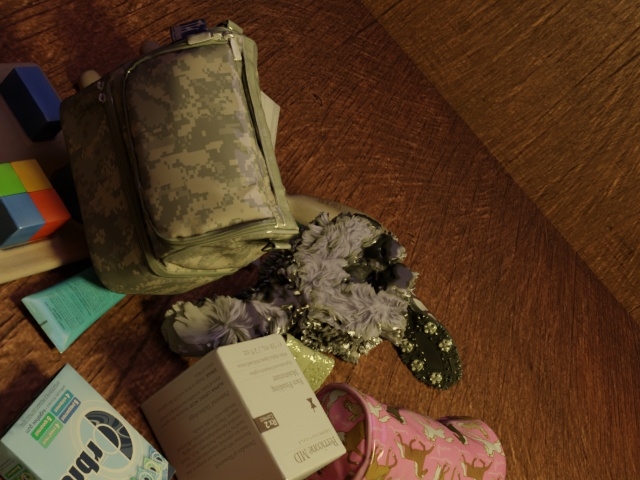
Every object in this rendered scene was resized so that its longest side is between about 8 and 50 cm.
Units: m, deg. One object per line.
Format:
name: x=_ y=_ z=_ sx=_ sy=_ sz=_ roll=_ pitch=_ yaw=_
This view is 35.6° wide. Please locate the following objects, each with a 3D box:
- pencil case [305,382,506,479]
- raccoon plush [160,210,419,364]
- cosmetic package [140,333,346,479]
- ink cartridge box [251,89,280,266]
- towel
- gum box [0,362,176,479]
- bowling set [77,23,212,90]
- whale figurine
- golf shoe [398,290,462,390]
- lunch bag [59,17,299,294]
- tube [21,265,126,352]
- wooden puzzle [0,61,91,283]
pencil case: x=0.126 y=0.323 z=1.527 sx=0.386 sy=0.167 sz=0.160 roll=22 pitch=67 yaw=-47
raccoon plush: x=-0.059 y=0.103 z=1.568 sx=0.446 sy=0.299 sz=0.216 roll=-2 pitch=69 yaw=-22
cosmetic package: x=-0.097 y=0.240 z=1.268 sx=0.183 sy=0.151 sz=0.151 roll=59 pitch=28 yaw=13
ink cartridge box: x=-0.159 y=-0.128 z=1.587 sx=0.261 sy=0.066 sz=0.296 roll=39 pitch=55 yaw=-65
towel: x=-0.057 y=0.204 z=1.394 sx=0.110 sy=0.148 sz=0.027 roll=32 pitch=13 yaw=-33
gum box: x=-0.263 y=0.249 z=1.111 sx=0.184 sy=0.041 sz=0.157 roll=46 pitch=26 yaw=-10
bowling set: x=-0.234 y=-0.247 z=1.637 sx=0.287 sy=0.200 sz=0.154 roll=-11 pitch=67 yaw=-58
whale figurine: x=0.000 y=0.000 z=1.800 sx=0.272 sy=0.141 sz=0.216 roll=24 pitch=15 yaw=-5
golf shoe: x=0.183 y=0.158 z=1.902 sx=0.273 sy=0.105 sz=0.120 roll=54 pitch=18 yaw=2
lunch bag: x=-0.168 y=-0.102 z=1.294 sx=0.212 sy=0.256 sz=0.305 roll=6 pitch=67 yaw=-59
tube: x=-0.297 y=0.069 z=1.288 sx=0.080 sy=0.052 sz=0.207 roll=50 pitch=30 yaw=-1
wooden puzzle: x=-0.394 y=-0.116 z=1.323 sx=0.322 sy=0.080 sz=0.348 roll=56 pitch=26 yaw=8
